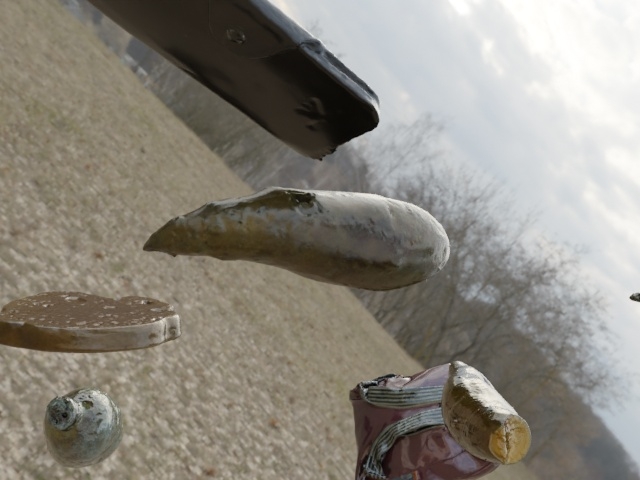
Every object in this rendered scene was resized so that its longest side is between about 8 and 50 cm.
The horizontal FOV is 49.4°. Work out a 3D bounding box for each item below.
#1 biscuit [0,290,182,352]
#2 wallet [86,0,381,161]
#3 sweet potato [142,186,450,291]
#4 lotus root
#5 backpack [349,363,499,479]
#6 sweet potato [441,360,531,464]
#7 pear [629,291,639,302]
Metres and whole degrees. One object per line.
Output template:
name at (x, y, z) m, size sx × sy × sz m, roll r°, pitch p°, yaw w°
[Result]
biscuit at (-0.455, 0.156, 1.351) m, size 0.359 × 0.074 × 0.381 m, roll 4°, pitch 1°, yaw -33°
wallet at (-0.105, -0.217, 0.758) m, size 0.377 × 0.051 × 0.197 m, roll 34°, pitch -23°, yaw -24°
sweet potato at (0.000, -0.003, 0.873) m, size 0.422 × 0.130 × 0.130 m, roll 4°, pitch 29°, yaw -28°
lotus root at (-0.516, 0.408, 1.516) m, size 0.175 × 0.175 × 0.349 m, roll 49°, pitch -23°, yaw 8°
backpack at (0.217, 0.383, 1.414) m, size 0.197 × 0.317 × 0.283 m, roll 51°, pitch 25°, yaw -42°
sweet potato at (0.173, 0.193, 0.783) m, size 0.077 × 0.077 × 0.244 m, roll 48°, pitch 0°, yaw -5°
pear at (0.501, 0.072, 0.888) m, size 0.180 × 0.216 × 0.166 m, roll 69°, pitch 10°, yaw -77°
